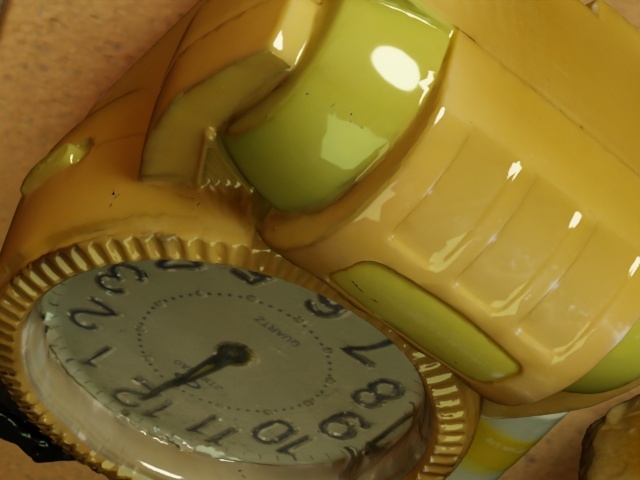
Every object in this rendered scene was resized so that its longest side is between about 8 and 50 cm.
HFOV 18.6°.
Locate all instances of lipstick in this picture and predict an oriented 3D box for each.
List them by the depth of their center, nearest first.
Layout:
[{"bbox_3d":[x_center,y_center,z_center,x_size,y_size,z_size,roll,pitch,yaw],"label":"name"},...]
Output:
[{"bbox_3d":[0.050,0.142,1.103,0.059,0.059,0.264,25,134,-16],"label":"lipstick"}]

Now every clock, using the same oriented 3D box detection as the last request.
[{"bbox_3d":[0.000,0.000,0.872,0.244,0.200,0.317,37,133,-22],"label":"clock"}]

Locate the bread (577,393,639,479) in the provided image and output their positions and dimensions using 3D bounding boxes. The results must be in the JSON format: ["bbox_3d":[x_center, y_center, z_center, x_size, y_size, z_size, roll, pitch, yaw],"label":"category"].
[{"bbox_3d":[0.260,0.178,1.018,0.246,0.176,0.195,-6,136,17],"label":"bread"}]

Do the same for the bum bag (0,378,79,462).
[{"bbox_3d":[-0.130,0.063,1.058,0.087,0.049,0.198,14,134,-14],"label":"bum bag"}]
